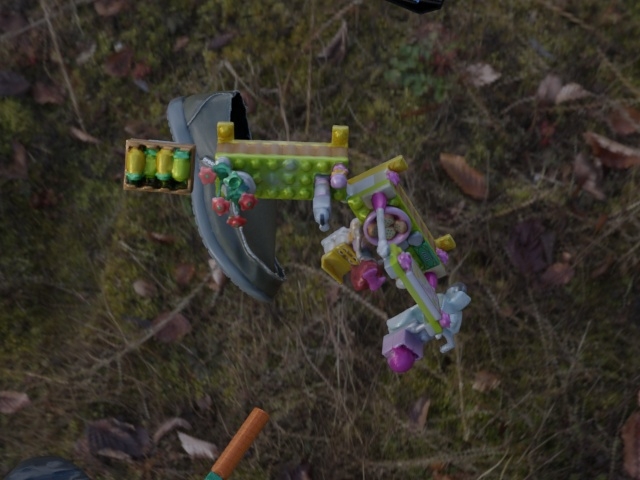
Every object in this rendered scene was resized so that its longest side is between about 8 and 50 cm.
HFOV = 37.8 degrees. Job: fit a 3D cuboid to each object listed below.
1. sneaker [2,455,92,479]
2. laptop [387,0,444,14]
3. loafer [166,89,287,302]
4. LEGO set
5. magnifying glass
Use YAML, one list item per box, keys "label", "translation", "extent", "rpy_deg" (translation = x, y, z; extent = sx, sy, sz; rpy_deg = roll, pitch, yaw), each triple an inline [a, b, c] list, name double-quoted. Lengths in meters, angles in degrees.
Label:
- label: "sneaker"
  translation: [-0.178, 0.284, 0.605]
  extent: [0.109, 0.130, 0.286]
  rpy_deg: [-1, 83, -20]
- label: "laptop"
  translation: [-0.049, -0.246, 0.406]
  extent: [0.265, 0.234, 0.136]
  rpy_deg: [2, 31, -30]
- label: "loafer"
  translation: [-0.085, -0.056, 0.970]
  extent: [0.088, 0.094, 0.251]
  rpy_deg: [-26, 72, 11]
- label: "LEGO set"
  translation: [0.000, 0.000, 0.652]
  extent: [0.287, 0.132, 0.107]
  rpy_deg: [32, 30, -21]
- label: "magnifying glass"
  translation: [-0.128, 0.285, 1.041]
  extent: [0.026, 0.092, 0.231]
  rpy_deg: [30, 61, 8]
